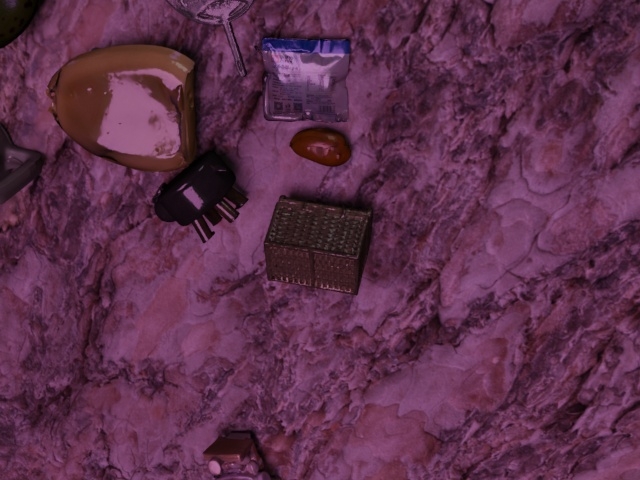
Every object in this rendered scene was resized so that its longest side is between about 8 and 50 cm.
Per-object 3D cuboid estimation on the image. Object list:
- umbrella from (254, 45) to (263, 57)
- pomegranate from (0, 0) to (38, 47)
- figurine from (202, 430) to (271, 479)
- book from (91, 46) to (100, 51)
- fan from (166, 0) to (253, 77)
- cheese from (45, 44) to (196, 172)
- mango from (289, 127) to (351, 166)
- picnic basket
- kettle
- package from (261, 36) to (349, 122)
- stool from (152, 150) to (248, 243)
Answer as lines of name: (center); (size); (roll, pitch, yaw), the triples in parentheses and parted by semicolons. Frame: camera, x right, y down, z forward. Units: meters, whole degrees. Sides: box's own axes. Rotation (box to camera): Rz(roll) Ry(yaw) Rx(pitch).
umbrella: (-0.080, -0.327, 1.755); (0.022, 0.022, 0.149); (-46, 110, -10)
pomegranate: (-0.647, -0.493, 1.701); (0.270, 0.254, 0.254); (-34, 107, -14)
figurine: (-0.195, 0.582, 2.145); (0.162, 0.141, 0.237); (-1, 115, 20)
book: (-0.406, -0.337, 1.829); (0.135, 0.017, 0.103); (15, 120, 7)
fan: (-0.181, -0.489, 1.706); (0.294, 0.012, 0.223); (45, 116, -9)
cheese: (-0.398, -0.265, 1.789); (0.316, 0.128, 0.259); (4, 109, 7)
mango: (-0.001, -0.185, 1.776); (0.127, 0.063, 0.077); (14, 126, 8)
picnic basket: (0.000, 0.000, 1.812); (0.196, 0.154, 0.134); (8, 142, 10)
kettle: (-0.773, -0.146, 1.841); (0.265, 0.318, 0.205); (-18, 109, 20)
package: (-0.028, -0.310, 1.735); (0.171, 0.027, 0.173); (4, 118, 5)
stool: (-0.248, -0.089, 1.850); (0.139, 0.153, 0.228); (49, 159, -15)
